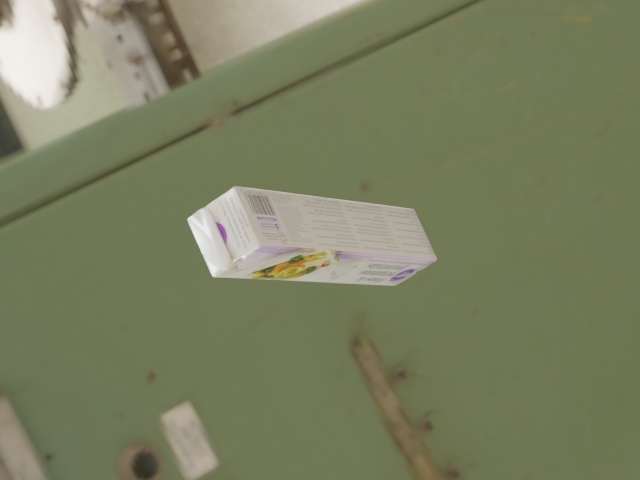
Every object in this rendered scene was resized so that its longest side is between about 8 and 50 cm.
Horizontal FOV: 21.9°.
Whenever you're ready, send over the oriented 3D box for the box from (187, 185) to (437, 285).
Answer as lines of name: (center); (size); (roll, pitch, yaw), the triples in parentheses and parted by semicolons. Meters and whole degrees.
box: (0.000, 0.000, 1.595); (0.063, 0.324, 0.067); (-32, 71, 27)
